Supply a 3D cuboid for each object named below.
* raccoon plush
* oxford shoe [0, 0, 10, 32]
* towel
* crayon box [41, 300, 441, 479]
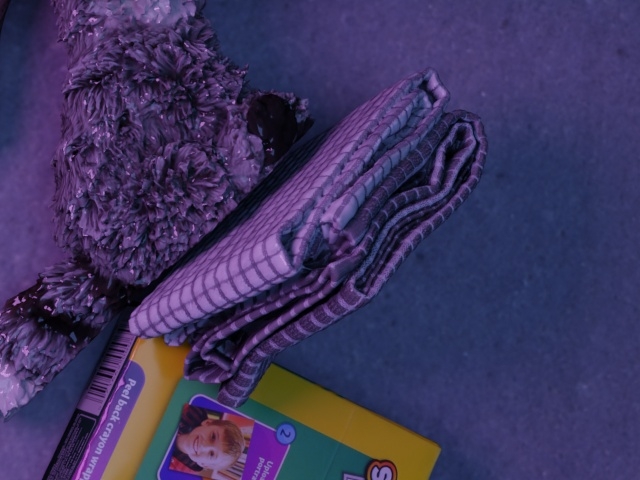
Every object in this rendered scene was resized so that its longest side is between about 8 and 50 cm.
[{"bbox_3d":[-0.219,-0.098,1.531,0.299,0.216,0.446,45,76,-6],"label":"raccoon plush"},{"bbox_3d":[-0.320,-0.145,1.555,0.098,0.097,0.271,33,83,-37],"label":"oxford shoe"},{"bbox_3d":[0.000,0.000,1.532,0.121,0.235,0.284,49,45,-11],"label":"towel"},{"bbox_3d":[-0.104,0.284,1.614,0.313,0.106,0.363,28,80,-19],"label":"crayon box"}]
